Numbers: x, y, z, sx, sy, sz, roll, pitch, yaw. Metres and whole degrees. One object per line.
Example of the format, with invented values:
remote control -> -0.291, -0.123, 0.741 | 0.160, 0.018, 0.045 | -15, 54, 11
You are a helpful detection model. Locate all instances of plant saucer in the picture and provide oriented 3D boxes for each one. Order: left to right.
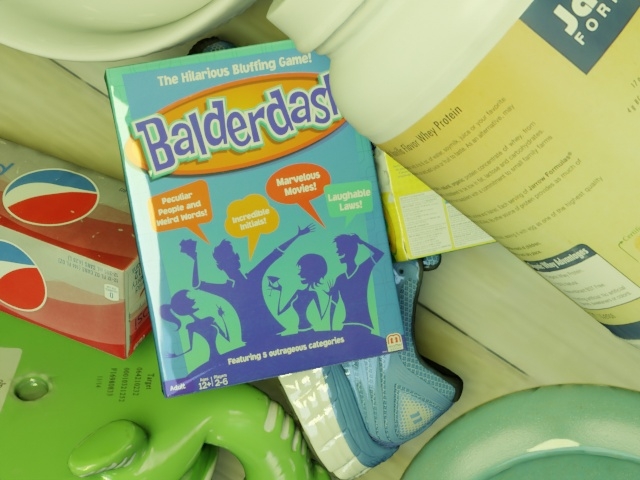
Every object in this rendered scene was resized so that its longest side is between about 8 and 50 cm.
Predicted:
plant saucer -> 0.205, 0.263, 1.078 | 0.317, 0.044, 0.318 | 3, 111, 8

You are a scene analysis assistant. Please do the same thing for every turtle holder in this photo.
turtle holder -> -0.174, 0.159, 1.018 | 0.320, 0.243, 0.227 | -17, 130, -21

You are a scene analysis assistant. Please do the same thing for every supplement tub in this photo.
supplement tub -> 0.149, -0.107, 0.796 | 0.316, 0.228, 0.228 | 37, 113, -11

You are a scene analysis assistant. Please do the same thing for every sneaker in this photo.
sneaker -> 0.000, 0.000, 0.977 | 0.147, 0.130, 0.330 | -27, 104, -1

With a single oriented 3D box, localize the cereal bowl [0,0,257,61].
cereal bowl -> -0.123, -0.284, 0.838 | 0.339, 0.141, 0.339 | 5, 103, 20

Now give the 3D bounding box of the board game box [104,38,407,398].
board game box -> -0.042, -0.018, 0.877 | 0.160, 0.047, 0.210 | -11, 91, -9

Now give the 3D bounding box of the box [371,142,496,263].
box -> 0.078, -0.082, 0.913 | 0.105, 0.043, 0.179 | -11, 89, -18

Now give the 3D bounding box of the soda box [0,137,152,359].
soda box -> -0.228, -0.012, 0.972 | 0.263, 0.092, 0.083 | 19, 131, 17
